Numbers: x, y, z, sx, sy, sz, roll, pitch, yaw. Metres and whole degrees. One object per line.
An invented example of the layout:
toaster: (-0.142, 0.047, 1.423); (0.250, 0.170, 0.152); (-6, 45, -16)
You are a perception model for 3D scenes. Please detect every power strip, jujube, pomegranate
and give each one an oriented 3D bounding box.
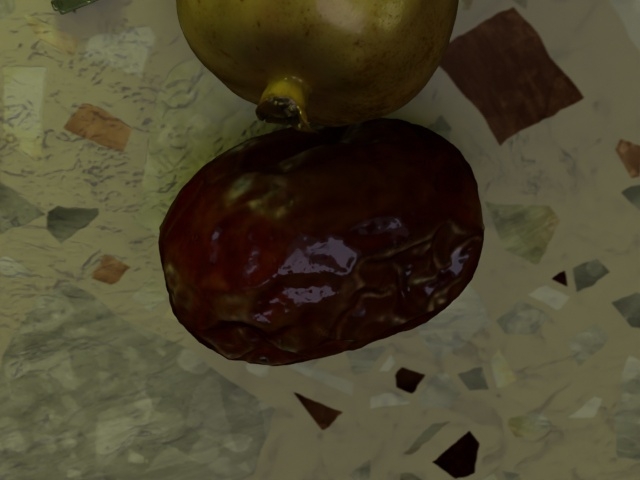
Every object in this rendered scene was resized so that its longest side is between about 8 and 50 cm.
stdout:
power strip: (-0.263, -0.280, 1.560); (0.083, 0.017, 0.027); (-19, 124, 7)
jujube: (-0.001, -0.001, 1.637); (0.376, 0.276, 0.276); (-16, 124, -10)
pomegranate: (0.000, -0.256, 1.432); (0.319, 0.319, 0.319); (-3, 123, -4)
